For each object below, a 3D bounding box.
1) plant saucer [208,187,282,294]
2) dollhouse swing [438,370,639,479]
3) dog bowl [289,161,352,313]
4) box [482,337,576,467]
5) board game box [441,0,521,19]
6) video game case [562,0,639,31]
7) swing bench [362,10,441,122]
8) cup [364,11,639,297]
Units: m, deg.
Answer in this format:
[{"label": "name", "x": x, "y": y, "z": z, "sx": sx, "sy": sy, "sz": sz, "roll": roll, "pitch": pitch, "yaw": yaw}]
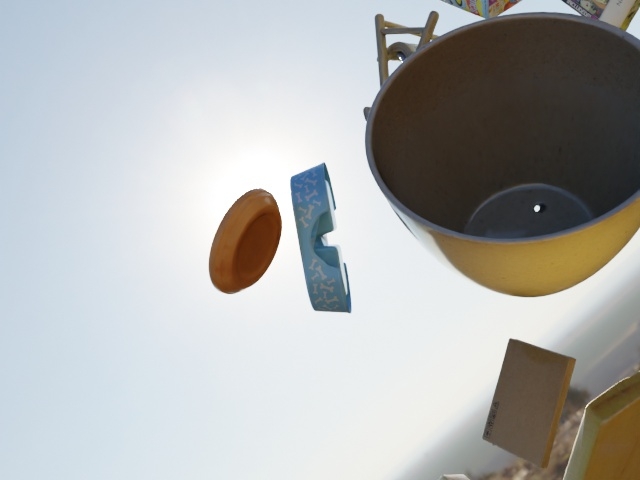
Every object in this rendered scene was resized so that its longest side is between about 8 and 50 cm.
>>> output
[{"label": "plant saucer", "x": -0.124, "y": 0.006, "z": 1.564, "sx": 0.200, "sy": 0.037, "sz": 0.200, "roll": -48, "pitch": -30, "yaw": -39}, {"label": "dollhouse swing", "x": 0.317, "y": 0.235, "z": 0.900, "sx": 0.346, "sy": 0.305, "sz": 0.315, "roll": 2, "pitch": 9, "yaw": -15}, {"label": "dog bowl", "x": 0.000, "y": 0.000, "z": 1.712, "sx": 0.074, "sy": 0.297, "sz": 0.166, "roll": -9, "pitch": 1, "yaw": 6}, {"label": "box", "x": 0.376, "y": 0.291, "z": 1.608, "sx": 0.164, "sy": 0.021, "sz": 0.201, "roll": 14, "pitch": 88, "yaw": 61}, {"label": "board game box", "x": 0.231, "y": -0.507, "z": 1.519, "sx": 0.142, "sy": 0.275, "sz": 0.144, "roll": -35, "pitch": -42, "yaw": -24}, {"label": "video game case", "x": 0.368, "y": -0.427, "z": 1.212, "sx": 0.042, "sy": 0.232, "sz": 0.210, "roll": -34, "pitch": -22, "yaw": -33}, {"label": "swing bench", "x": 0.226, "y": -0.277, "z": 1.662, "sx": 0.253, "sy": 0.165, "sz": 0.255, "roll": 3, "pitch": -83, "yaw": -40}, {"label": "cup", "x": 0.236, "y": -0.066, "z": 1.031, "sx": 0.331, "sy": 0.331, "sz": 0.237, "roll": -39, "pitch": -37, "yaw": -12}]
